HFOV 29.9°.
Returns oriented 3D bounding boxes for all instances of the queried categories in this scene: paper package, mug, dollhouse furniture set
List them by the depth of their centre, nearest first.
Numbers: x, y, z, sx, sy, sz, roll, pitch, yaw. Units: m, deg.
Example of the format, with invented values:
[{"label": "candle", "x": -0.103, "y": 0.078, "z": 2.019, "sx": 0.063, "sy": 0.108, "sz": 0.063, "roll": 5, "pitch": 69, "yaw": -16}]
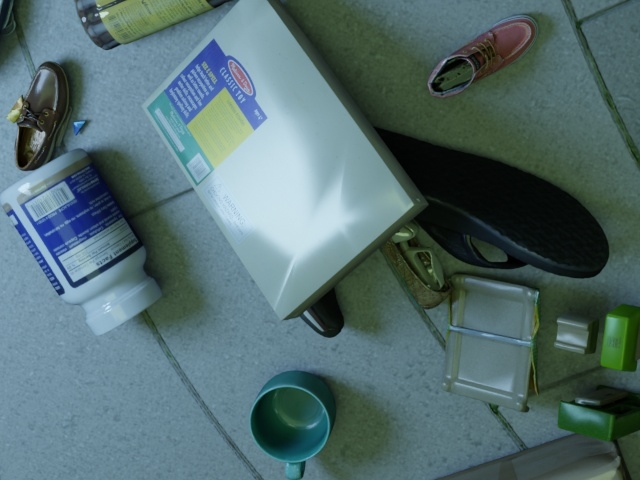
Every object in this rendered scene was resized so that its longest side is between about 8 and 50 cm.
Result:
[{"label": "dollhouse furniture set", "x": 0.347, "y": 0.162, "z": 1.814, "sx": 0.302, "sy": 0.151, "sz": 0.197, "roll": 12, "pitch": 101, "yaw": 36}, {"label": "paper package", "x": 0.351, "y": 0.485, "z": 1.846, "sx": 0.325, "sy": 0.168, "sz": 0.309, "roll": -21, "pitch": 100, "yaw": 13}, {"label": "mug", "x": -0.047, "y": 0.282, "z": 1.895, "sx": 0.129, "sy": 0.097, "sz": 0.157, "roll": 32, "pitch": 108, "yaw": 0}]

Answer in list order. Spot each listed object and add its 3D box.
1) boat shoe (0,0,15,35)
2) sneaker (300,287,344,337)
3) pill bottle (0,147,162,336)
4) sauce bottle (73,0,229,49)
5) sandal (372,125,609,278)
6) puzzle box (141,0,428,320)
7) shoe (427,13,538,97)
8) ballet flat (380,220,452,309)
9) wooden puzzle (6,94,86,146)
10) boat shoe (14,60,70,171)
[{"label": "boat shoe", "x": -0.514, "y": -0.349, "z": 1.819, "sx": 0.095, "sy": 0.079, "sz": 0.254, "roll": 20, "pitch": 104, "yaw": 7}, {"label": "sneaker", "x": 0.000, "y": 0.000, "z": 1.812, "sx": 0.163, "sy": 0.106, "sz": 0.281, "roll": -29, "pitch": 97, "yaw": 12}, {"label": "pill bottle", "x": -0.363, "y": 0.005, "z": 1.847, "sx": 0.153, "sy": 0.153, "sz": 0.264, "roll": -28, "pitch": 98, "yaw": 15}, {"label": "sauce bottle", "x": -0.183, "y": -0.380, "z": 1.739, "sx": 0.345, "sy": 0.111, "sz": 0.111, "roll": -17, "pitch": 101, "yaw": 14}, {"label": "sandal", "x": 0.204, "y": -0.047, "z": 1.757, "sx": 0.446, "sy": 0.167, "sz": 0.107, "roll": 23, "pitch": 136, "yaw": 11}, {"label": "puzzle box", "x": -0.062, "y": -0.127, "z": 1.721, "sx": 0.272, "sy": 0.052, "sz": 0.409, "roll": -41, "pitch": 72, "yaw": 25}, {"label": "shoe", "x": 0.232, "y": -0.260, "z": 1.715, "sx": 0.178, "sy": 0.081, "sz": 0.063, "roll": -30, "pitch": 98, "yaw": 16}, {"label": "ballet flat", "x": 0.133, "y": 0.009, "z": 1.805, "sx": 0.067, "sy": 0.073, "sz": 0.206, "roll": -25, "pitch": 108, "yaw": 38}, {"label": "wooden puzzle", "x": -0.429, "y": -0.191, "z": 1.881, "sx": 0.116, "sy": 0.014, "sz": 0.078, "roll": 31, "pitch": 112, "yaw": 1}, {"label": "boat shoe", "x": -0.431, "y": -0.186, "z": 1.842, "sx": 0.064, "sy": 0.060, "sz": 0.178, "roll": 20, "pitch": 111, "yaw": 5}]
